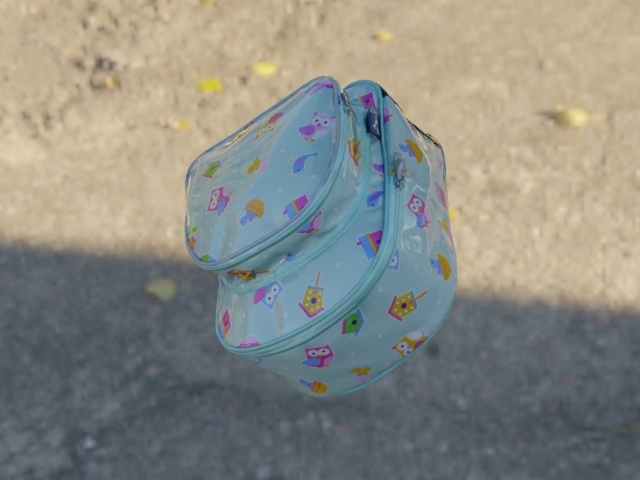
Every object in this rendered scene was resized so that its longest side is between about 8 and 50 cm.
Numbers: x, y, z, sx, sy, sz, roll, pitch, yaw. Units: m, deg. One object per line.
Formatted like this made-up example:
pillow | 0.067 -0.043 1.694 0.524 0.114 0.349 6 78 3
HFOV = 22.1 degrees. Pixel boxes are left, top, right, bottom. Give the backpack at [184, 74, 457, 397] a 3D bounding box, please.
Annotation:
backpack | 0.000 0.000 1.066 0.166 0.144 0.188 -30 49 24
